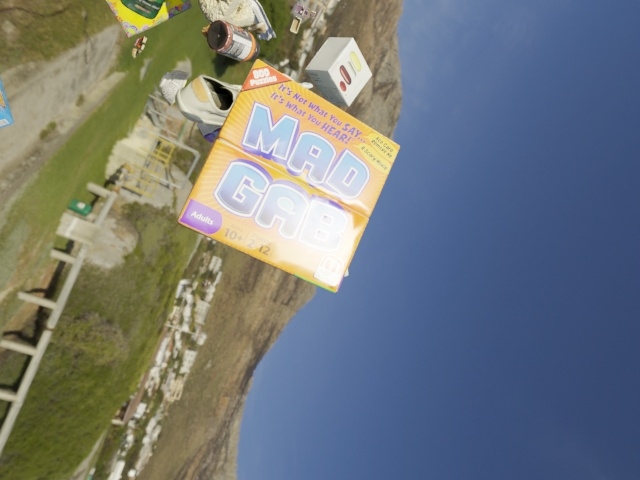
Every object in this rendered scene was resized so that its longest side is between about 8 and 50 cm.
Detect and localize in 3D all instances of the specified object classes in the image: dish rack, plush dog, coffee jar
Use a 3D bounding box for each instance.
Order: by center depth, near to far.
[{"bbox_3d":[-0.370,-0.594,0.977,0.184,0.096,0.079,-31,-117,34],"label":"coffee jar"},{"bbox_3d":[-0.389,-0.881,1.584,0.210,0.225,0.262,-34,177,8],"label":"plush dog"},{"bbox_3d":[-0.366,-1.116,2.118,0.072,0.285,0.333,-46,171,2],"label":"dish rack"}]

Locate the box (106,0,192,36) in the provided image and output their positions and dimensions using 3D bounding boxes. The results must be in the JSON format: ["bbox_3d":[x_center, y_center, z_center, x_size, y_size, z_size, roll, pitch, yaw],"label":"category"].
[{"bbox_3d":[-0.716,-1.015,1.800,0.289,0.177,0.279,-28,-136,-4],"label":"box"}]

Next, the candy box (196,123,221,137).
[{"bbox_3d":[-0.438,-0.545,2.021,0.233,0.071,0.159,-27,-176,-1],"label":"candy box"}]

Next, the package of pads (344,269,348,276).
[{"bbox_3d":[0.000,0.000,1.832,0.101,0.229,0.297,-19,-113,54],"label":"package of pads"}]

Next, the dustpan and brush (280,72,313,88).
[{"bbox_3d":[-0.102,-0.543,1.552,0.060,0.147,0.211,-40,169,32],"label":"dustpan and brush"}]

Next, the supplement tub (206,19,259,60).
[{"bbox_3d":[-0.300,-0.697,1.543,0.106,0.106,0.198,-56,162,22],"label":"supplement tub"}]

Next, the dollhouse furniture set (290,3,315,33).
[{"bbox_3d":[-0.082,-0.976,1.953,0.081,0.090,0.114,-96,-153,-56],"label":"dollhouse furniture set"}]

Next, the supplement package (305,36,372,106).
[{"bbox_3d":[0.083,-0.734,1.903,0.149,0.203,0.194,25,-104,42],"label":"supplement package"}]

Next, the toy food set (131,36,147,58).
[{"bbox_3d":[-0.663,-0.710,1.593,0.122,0.019,0.078,-4,-113,50],"label":"toy food set"}]

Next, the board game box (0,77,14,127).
[{"bbox_3d":[-1.246,-0.483,1.474,0.302,0.308,0.086,63,-12,16],"label":"board game box"}]

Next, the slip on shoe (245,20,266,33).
[{"bbox_3d":[-0.275,-0.901,1.868,0.051,0.041,0.135,-43,-145,-26],"label":"slip on shoe"}]

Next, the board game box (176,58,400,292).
[{"bbox_3d":[-0.102,-0.126,1.049,0.357,0.356,0.356,-66,-162,-6],"label":"board game box"}]

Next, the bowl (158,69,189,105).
[{"bbox_3d":[-0.653,-0.683,1.912,0.170,0.080,0.170,-32,-137,37],"label":"bowl"}]

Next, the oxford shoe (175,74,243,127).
[{"bbox_3d":[-0.295,-0.472,1.506,0.130,0.169,0.449,-30,175,29],"label":"oxford shoe"}]
